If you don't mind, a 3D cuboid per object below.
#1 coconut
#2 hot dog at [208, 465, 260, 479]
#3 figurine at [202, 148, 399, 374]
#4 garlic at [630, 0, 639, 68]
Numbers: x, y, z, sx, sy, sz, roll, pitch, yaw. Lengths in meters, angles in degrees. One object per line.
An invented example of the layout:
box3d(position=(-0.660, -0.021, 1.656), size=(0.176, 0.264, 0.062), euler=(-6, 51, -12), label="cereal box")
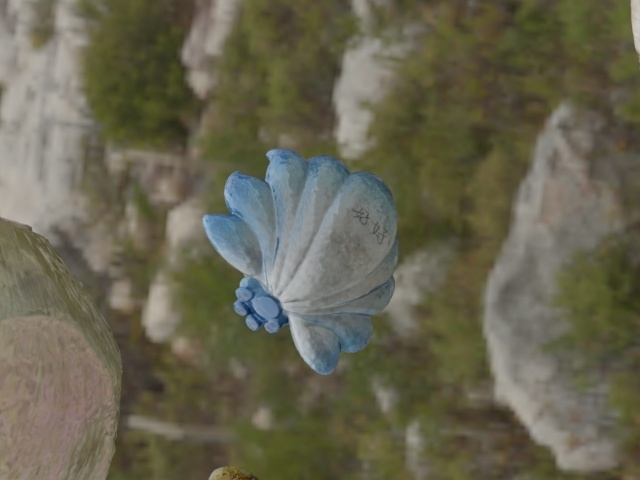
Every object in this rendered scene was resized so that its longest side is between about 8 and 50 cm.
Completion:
box3d(position=(-0.270, 0.089, 1.111), size=(0.254, 0.297, 0.297), euler=(-58, 26, 0), label="coconut")
box3d(position=(-0.115, 0.395, 1.934), size=(0.068, 0.083, 0.289), euler=(-12, 61, 53), label="hot dog")
box3d(position=(0.000, 0.000, 0.849), size=(0.079, 0.114, 0.114), euler=(-32, 55, 48), label="figurine")
box3d(position=(0.404, -0.285, 1.978), size=(0.128, 0.115, 0.207), euler=(23, 108, 41), label="garlic")
